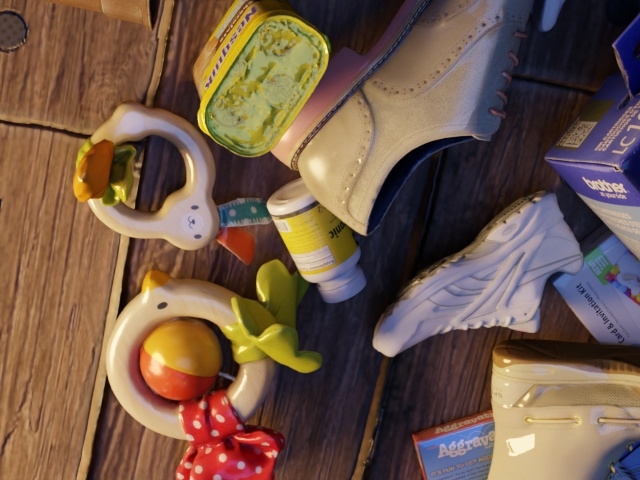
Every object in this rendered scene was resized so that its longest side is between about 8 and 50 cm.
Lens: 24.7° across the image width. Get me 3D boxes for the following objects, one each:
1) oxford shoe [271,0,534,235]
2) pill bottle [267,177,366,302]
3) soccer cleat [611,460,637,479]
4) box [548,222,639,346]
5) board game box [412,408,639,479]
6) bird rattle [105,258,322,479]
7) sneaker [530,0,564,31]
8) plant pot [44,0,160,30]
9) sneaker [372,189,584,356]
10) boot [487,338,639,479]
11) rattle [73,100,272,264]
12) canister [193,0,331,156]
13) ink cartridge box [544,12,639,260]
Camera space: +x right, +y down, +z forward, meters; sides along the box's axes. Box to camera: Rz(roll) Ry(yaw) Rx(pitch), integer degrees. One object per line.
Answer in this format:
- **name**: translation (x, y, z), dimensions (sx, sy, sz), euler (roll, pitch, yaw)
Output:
- **oxford shoe**: translation (0.137, -0.169, 1.308), dimensions (0.397, 0.140, 0.146), euler (-44, 76, 18)
- **pill bottle**: translation (0.000, 0.000, 1.409), dimensions (0.065, 0.065, 0.116), euler (-26, 111, 0)
- **soccer cleat**: translation (0.310, 0.248, 1.531), dimensions (0.083, 0.035, 0.029), euler (42, 98, -20)
- **box**: translation (0.344, 0.030, 1.491), dimensions (0.186, 0.038, 0.145), euler (-38, 110, 6)
- **board game box**: translation (0.248, 0.229, 1.549), dimensions (0.281, 0.027, 0.145), euler (-16, 112, -4)
- **bird rattle**: translation (-0.108, 0.129, 1.432), dimensions (0.206, 0.143, 0.254), euler (23, 117, -4)
- **sneaker**: translation (0.238, -0.266, 1.364), dimensions (0.061, 0.054, 0.152), euler (12, 106, -16)
- **plant pot**: translation (-0.216, -0.270, 1.239), dimensions (0.165, 0.167, 0.167), euler (6, 108, -2)
- **sneaker**: translation (0.160, 0.057, 1.428), dimensions (0.232, 0.090, 0.115), euler (-36, 93, 5)
- **boot**: translation (0.295, 0.213, 1.468), dimensions (0.261, 0.095, 0.204), euler (6, 105, 5)
- **rattle**: translation (-0.127, -0.035, 1.342), dimensions (0.199, 0.143, 0.130), euler (42, 79, -13)
- **canister**: translation (-0.058, -0.154, 1.290), dimensions (0.073, 0.170, 0.126), euler (31, 101, -18)
- **ink cartridge box**: translation (0.404, -0.078, 1.376), dimensions (0.395, 0.151, 0.270), euler (44, 82, -18)
